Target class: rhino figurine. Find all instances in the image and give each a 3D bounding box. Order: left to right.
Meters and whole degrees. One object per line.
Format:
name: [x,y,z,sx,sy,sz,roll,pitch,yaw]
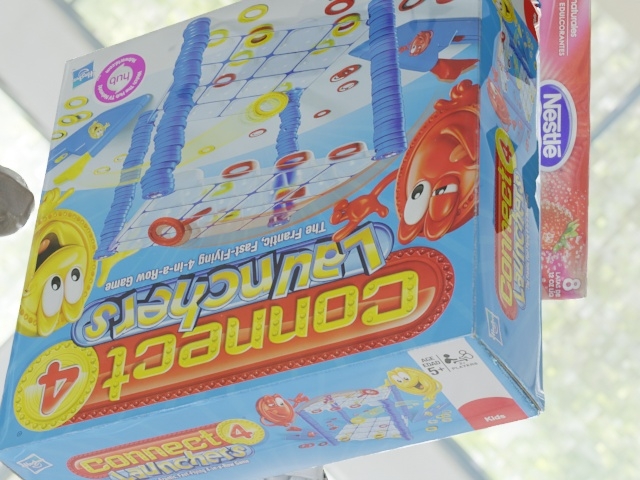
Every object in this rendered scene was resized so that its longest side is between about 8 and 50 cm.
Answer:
rhino figurine: [-0.375,-0.068,1.836,0.243,0.106,0.073,38,-139,-45]

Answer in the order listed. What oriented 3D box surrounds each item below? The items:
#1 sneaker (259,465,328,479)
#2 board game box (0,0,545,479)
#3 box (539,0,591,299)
sneaker: [-0.051,0.231,2.425,0.210,0.137,0.366,79,-161,-55]
board game box: [-0.025,-0.013,1.118,0.086,0.308,0.302,49,-146,-43]
box: [0.138,-0.112,1.532,0.154,0.142,0.300,-93,2,-74]
